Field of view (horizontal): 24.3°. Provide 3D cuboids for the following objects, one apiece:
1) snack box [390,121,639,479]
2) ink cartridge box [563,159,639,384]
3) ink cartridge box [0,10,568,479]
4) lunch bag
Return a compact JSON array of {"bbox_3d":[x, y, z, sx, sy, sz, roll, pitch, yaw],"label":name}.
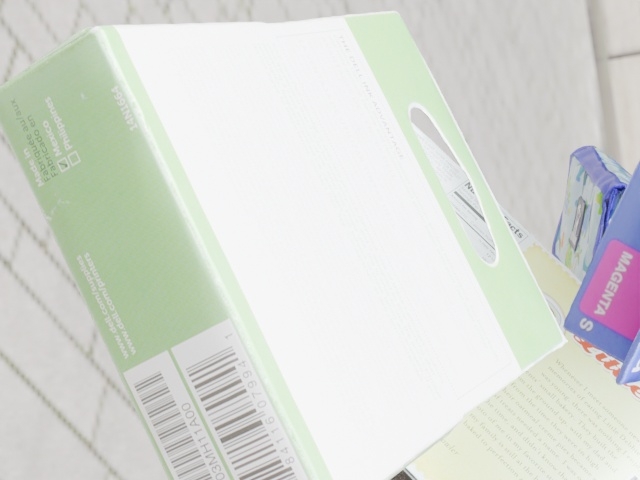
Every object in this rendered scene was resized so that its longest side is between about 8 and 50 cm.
[{"bbox_3d":[0.097,0.091,0.835,0.187,0.322,0.060,-34,162,-36],"label":"snack box"},{"bbox_3d":[0.225,-0.027,0.771,0.311,0.065,0.186,-3,119,-60],"label":"ink cartridge box"},{"bbox_3d":[0.000,0.000,0.557,0.171,0.056,0.235,64,26,3],"label":"ink cartridge box"},{"bbox_3d":[0.220,0.013,1.054,0.129,0.096,0.151,-97,166,-74],"label":"lunch bag"}]
